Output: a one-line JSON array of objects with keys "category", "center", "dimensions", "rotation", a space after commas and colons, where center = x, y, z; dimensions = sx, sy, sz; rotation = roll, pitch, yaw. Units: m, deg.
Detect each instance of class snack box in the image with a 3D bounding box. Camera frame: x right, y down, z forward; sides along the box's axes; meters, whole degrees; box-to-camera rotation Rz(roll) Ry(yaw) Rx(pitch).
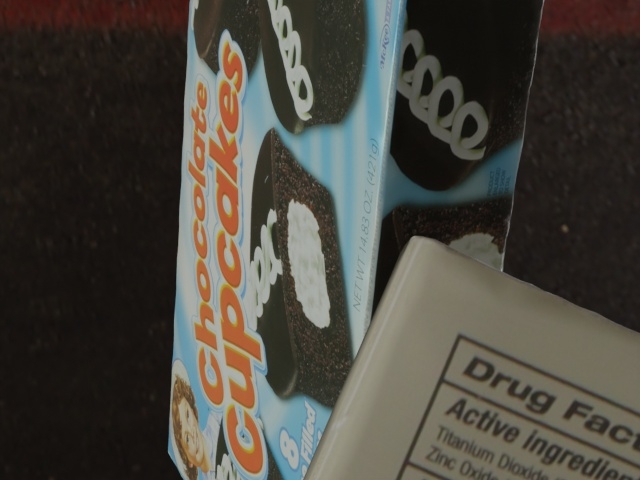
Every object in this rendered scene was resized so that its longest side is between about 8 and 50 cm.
[{"category": "snack box", "center": [0.000, 0.000, 0.634], "dimensions": [0.060, 0.187, 0.322], "rotation": [-8, 120, -23]}]

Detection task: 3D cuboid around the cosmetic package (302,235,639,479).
[{"category": "cosmetic package", "center": [0.030, 0.172, 0.380], "dimensions": [0.160, 0.113, 0.310], "rotation": [24, 86, 2]}]
